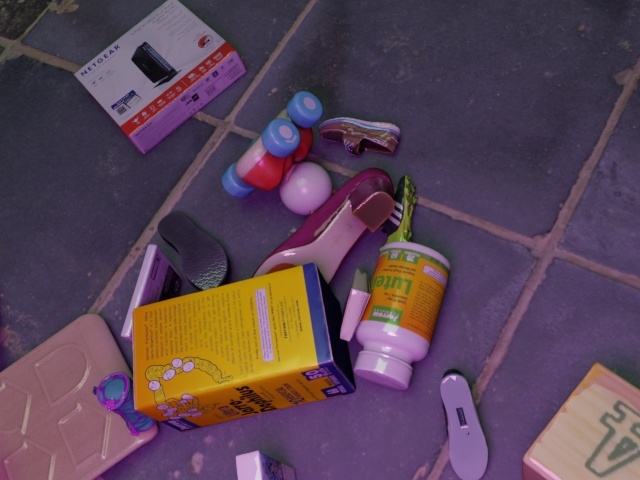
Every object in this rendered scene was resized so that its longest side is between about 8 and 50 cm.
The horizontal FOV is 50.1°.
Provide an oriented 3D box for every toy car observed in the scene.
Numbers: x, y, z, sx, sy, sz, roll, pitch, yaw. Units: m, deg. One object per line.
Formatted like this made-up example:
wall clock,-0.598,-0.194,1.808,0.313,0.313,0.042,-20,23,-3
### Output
toy car,-0.043,-0.143,1.448,0.238,0.219,0.210,42,48,-10

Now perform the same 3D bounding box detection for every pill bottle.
pill bottle,0.143,0.138,1.245,0.137,0.136,0.245,11,67,21

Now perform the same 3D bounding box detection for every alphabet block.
alphabet block,0.440,0.335,1.029,0.197,0.192,0.193,36,76,29

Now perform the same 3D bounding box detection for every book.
book,0.060,0.116,1.263,0.035,0.144,0.096,18,104,-1

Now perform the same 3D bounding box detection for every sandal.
sandal,-0.266,0.025,1.478,0.097,0.054,0.254,-32,50,-10

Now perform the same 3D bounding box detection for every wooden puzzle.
wooden puzzle,-0.526,0.360,1.363,0.348,0.080,0.322,-33,60,-8

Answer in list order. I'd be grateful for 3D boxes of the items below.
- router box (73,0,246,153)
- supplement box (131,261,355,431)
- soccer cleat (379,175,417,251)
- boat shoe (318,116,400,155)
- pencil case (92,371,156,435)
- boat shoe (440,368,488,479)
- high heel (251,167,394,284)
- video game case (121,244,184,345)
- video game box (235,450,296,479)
router box,-0.408,-0.422,1.726,0.335,0.082,0.301,-42,60,-7
supplement box,-0.139,0.204,1.260,0.357,0.194,0.195,-15,60,9
soccer cleat,0.154,-0.053,1.390,0.072,0.060,0.178,-6,62,28
boat shoe,0.079,-0.223,1.493,0.183,0.066,0.066,5,66,18
pencil case,-0.347,0.294,1.229,0.065,0.151,0.070,5,58,14
boat shoe,0.246,0.312,1.174,0.065,0.083,0.183,-10,88,12
high heel,0.000,0.000,1.396,0.377,0.127,0.181,-35,18,13
video game case,-0.330,0.129,1.365,0.022,0.173,0.190,5,65,12
video game box,-0.075,0.463,1.111,0.048,0.187,0.205,-15,60,8
